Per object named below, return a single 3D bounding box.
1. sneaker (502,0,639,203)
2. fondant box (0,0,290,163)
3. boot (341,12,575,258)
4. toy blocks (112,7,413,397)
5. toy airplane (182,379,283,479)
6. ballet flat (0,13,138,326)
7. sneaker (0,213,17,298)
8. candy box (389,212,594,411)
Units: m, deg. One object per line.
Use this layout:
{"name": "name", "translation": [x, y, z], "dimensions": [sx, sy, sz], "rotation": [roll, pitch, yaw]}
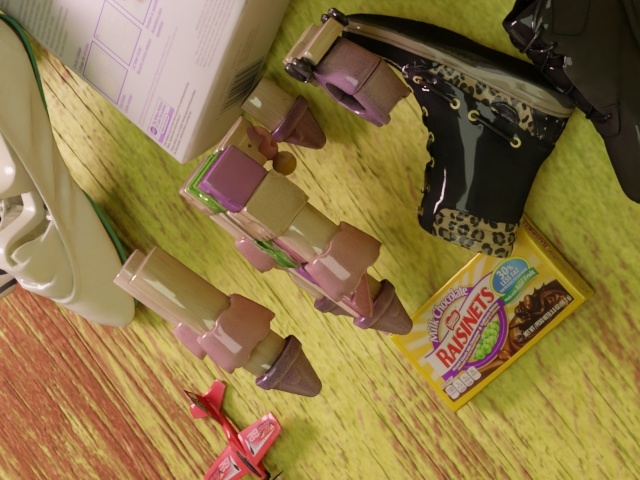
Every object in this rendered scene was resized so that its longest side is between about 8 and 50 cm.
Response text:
{"name": "sneaker", "translation": [0.224, -0.163, 1.249], "dimensions": [0.109, 0.130, 0.286], "rotation": [178, 74, -73]}
{"name": "fondant box", "translation": [-0.197, -0.271, 1.481], "dimensions": [0.330, 0.096, 0.238], "rotation": [39, 135, 12]}
{"name": "boot", "translation": [0.106, -0.101, 1.378], "dimensions": [0.236, 0.085, 0.178], "rotation": [24, 112, 18]}
{"name": "toy blocks", "translation": [0.000, 0.000, 1.388], "dimensions": [0.260, 0.288, 0.309], "rotation": [36, 83, -8]}
{"name": "toy airplane", "translation": [-0.102, 0.223, 1.683], "dimensions": [0.151, 0.028, 0.151], "rotation": [11, 113, 28]}
{"name": "ballet flat", "translation": [-0.327, -0.049, 1.603], "dimensions": [0.139, 0.139, 0.400], "rotation": [-1, 122, 32]}
{"name": "sneaker", "translation": [-0.457, -0.039, 1.762], "dimensions": [0.235, 0.094, 0.153], "rotation": [28, 120, 20]}
{"name": "candy box", "translation": [0.165, 0.074, 1.457], "dimensions": [0.105, 0.027, 0.206], "rotation": [50, 126, 10]}
